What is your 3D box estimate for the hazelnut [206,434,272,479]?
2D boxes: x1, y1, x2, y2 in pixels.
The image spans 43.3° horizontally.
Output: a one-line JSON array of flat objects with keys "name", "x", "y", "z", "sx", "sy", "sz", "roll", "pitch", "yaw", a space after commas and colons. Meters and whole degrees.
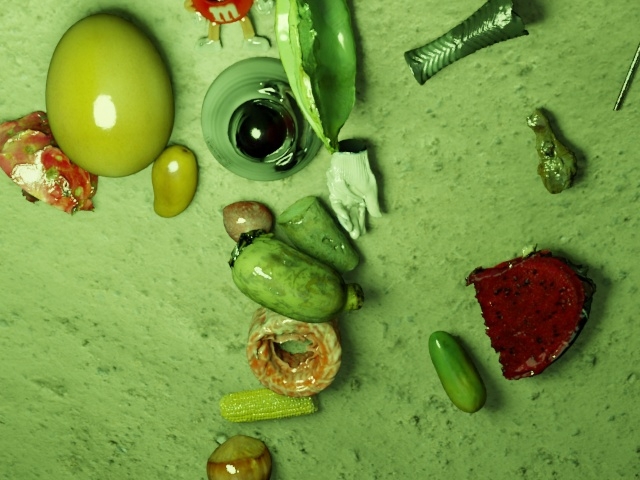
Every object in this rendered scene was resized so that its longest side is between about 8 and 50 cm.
[{"name": "hazelnut", "x": -0.200, "y": 0.590, "z": 2.072, "sx": 0.182, "sy": 0.182, "sz": 0.182, "roll": 0, "pitch": 116, "yaw": 0}]

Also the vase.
[{"name": "vase", "x": 0.288, "y": -0.405, "z": 1.628, "sx": 0.237, "sy": 0.115, "sz": 0.115, "roll": -28, "pitch": 112, "yaw": 18}]

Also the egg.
[{"name": "egg", "x": -0.418, "y": -0.285, "z": 1.604, "sx": 0.250, "sy": 0.250, "sz": 0.323, "roll": -1, "pitch": 107, "yaw": 1}]

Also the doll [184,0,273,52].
[{"name": "doll", "x": -0.184, "y": -0.477, "z": 1.603, "sx": 0.183, "sy": 0.085, "sz": 0.217, "roll": -1, "pitch": 125, "yaw": 2}]

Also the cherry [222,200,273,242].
[{"name": "cherry", "x": -0.124, "y": -0.021, "z": 1.825, "sx": 0.225, "sy": 0.090, "sz": 0.107, "roll": 27, "pitch": 98, "yaw": -25}]

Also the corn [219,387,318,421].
[{"name": "corn", "x": -0.131, "y": 0.411, "z": 2.029, "sx": 0.248, "sy": 0.081, "sz": 0.081, "roll": -7, "pitch": 115, "yaw": 4}]

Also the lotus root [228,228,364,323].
[{"name": "lotus root", "x": -0.052, "y": 0.092, "z": 1.744, "sx": 0.309, "sy": 0.173, "sz": 0.173, "roll": 24, "pitch": 114, "yaw": -5}]

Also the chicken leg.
[{"name": "chicken leg", "x": 0.500, "y": -0.197, "z": 1.748, "sx": 0.085, "sy": 0.069, "sz": 0.198, "roll": -16, "pitch": 110, "yaw": 34}]

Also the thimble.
[{"name": "thimble", "x": -0.059, "y": 0.242, "z": 1.902, "sx": 0.239, "sy": 0.162, "sz": 0.239, "roll": 0, "pitch": 117, "yaw": 0}]

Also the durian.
[{"name": "durian", "x": 0.005, "y": -0.365, "z": 1.573, "sx": 0.163, "sy": 0.198, "sz": 0.394, "roll": -7, "pitch": 91, "yaw": -8}]

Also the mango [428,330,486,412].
[{"name": "mango", "x": 0.329, "y": 0.311, "z": 1.950, "sx": 0.091, "sy": 0.137, "sz": 0.238, "roll": -24, "pitch": 100, "yaw": 11}]

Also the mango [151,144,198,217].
[{"name": "mango", "x": -0.323, "y": -0.123, "z": 1.773, "sx": 0.102, "sy": 0.085, "sz": 0.184, "roll": 14, "pitch": 120, "yaw": -6}]

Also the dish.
[{"name": "dish", "x": -0.121, "y": -0.235, "z": 1.692, "sx": 0.273, "sy": 0.134, "sz": 0.273, "roll": 0, "pitch": 116, "yaw": -1}]

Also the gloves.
[{"name": "gloves", "x": 0.074, "y": -0.111, "z": 1.770, "sx": 0.119, "sy": 0.097, "sz": 0.229, "roll": -2, "pitch": 111, "yaw": 6}]

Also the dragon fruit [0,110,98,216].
[{"name": "dragon fruit", "x": -0.573, "y": -0.163, "z": 1.712, "sx": 0.274, "sy": 0.161, "sz": 0.126, "roll": 42, "pitch": 111, "yaw": -16}]

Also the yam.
[{"name": "yam", "x": 0.000, "y": 0.000, "z": 1.819, "sx": 0.107, "sy": 0.107, "sz": 0.194, "roll": -32, "pitch": 113, "yaw": 15}]

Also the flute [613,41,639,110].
[{"name": "flute", "x": 0.663, "y": -0.397, "z": 1.673, "sx": 0.014, "sy": 0.014, "sz": 0.270, "roll": 12, "pitch": 116, "yaw": -5}]

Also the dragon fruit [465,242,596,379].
[{"name": "dragon fruit", "x": 0.504, "y": 0.152, "z": 1.890, "sx": 0.282, "sy": 0.100, "sz": 0.344, "roll": -19, "pitch": 117, "yaw": 7}]
